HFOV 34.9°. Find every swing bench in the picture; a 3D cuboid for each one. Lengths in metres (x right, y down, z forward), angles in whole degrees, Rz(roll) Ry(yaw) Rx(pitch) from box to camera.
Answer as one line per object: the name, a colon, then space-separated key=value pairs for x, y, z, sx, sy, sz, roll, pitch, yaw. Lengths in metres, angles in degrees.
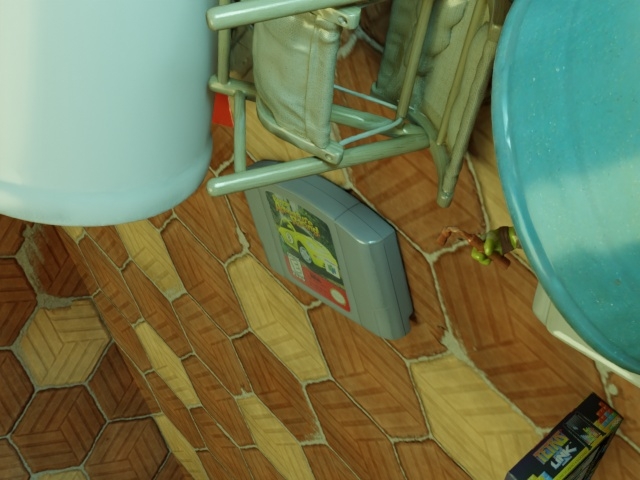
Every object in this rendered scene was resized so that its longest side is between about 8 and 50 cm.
swing bench: x=0.023 y=-0.168 z=0.940 sx=0.253 sy=0.254 sz=0.165 roll=100 pitch=169 yaw=-56

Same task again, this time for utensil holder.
utensil holder: x=-0.250 y=-0.262 z=1.072 sx=0.327 sy=0.327 sz=0.385 roll=39 pitch=131 yaw=32

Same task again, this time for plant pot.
plant pot: x=0.277 y=-0.071 z=0.544 sx=0.255 sy=0.271 sz=0.271 roll=-15 pitch=108 yaw=50

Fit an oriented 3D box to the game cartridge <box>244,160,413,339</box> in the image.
game cartridge: x=0.000 y=0.000 z=1.380 sx=0.294 sy=0.060 sz=0.196 roll=29 pitch=141 yaw=45

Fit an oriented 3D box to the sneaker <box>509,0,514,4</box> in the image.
sneaker: x=0.153 y=-0.245 z=0.694 sx=0.079 sy=0.121 sz=0.217 roll=-2 pitch=119 yaw=61

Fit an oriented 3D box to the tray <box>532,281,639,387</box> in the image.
tray: x=0.288 y=0.096 z=0.826 sx=0.270 sy=0.030 sz=0.145 roll=33 pitch=152 yaw=25

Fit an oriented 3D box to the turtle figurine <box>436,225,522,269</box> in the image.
turtle figurine: x=0.227 y=-0.002 z=0.912 sx=0.217 sy=0.087 sz=0.269 roll=47 pitch=147 yaw=1

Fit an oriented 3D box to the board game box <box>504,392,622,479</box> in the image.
board game box: x=0.256 y=0.264 z=1.132 sx=0.048 sy=0.141 sz=0.170 roll=42 pitch=152 yaw=26

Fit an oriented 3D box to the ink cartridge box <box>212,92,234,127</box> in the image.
ink cartridge box: x=-0.204 y=-0.263 z=1.317 sx=0.189 sy=0.066 sz=0.232 roll=19 pitch=122 yaw=45
